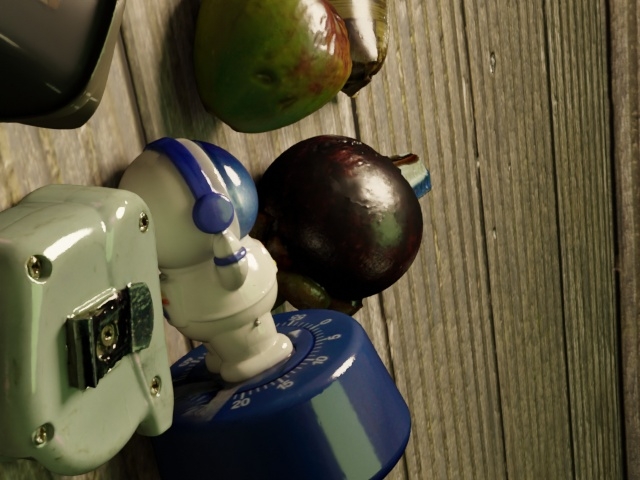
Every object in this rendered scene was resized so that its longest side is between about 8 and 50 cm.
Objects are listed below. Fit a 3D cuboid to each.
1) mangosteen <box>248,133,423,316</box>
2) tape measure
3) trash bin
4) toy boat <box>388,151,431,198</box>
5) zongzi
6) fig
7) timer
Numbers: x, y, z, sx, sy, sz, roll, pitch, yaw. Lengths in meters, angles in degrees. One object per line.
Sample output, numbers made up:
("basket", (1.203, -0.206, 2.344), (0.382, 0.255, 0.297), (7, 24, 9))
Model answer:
("mangosteen", (0.000, 0.000, 1.625), (0.250, 0.211, 0.211), (-51, 151, -3))
("tape measure", (-0.217, 0.086, 1.197), (0.246, 0.125, 0.243), (-41, 130, -60))
("trash bin", (-0.254, -0.208, 0.997), (0.290, 0.182, 0.210), (30, 68, -59))
("toy boat", (0.081, -0.046, 1.869), (0.262, 0.114, 0.115), (-23, 103, -59))
("zongzi", (0.027, -0.317, 1.713), (0.288, 0.134, 0.286), (15, 75, -80))
("fig", (-0.056, -0.205, 1.476), (0.191, 0.181, 0.181), (-55, 150, -9))
("timer", (-0.088, 0.074, 1.391), (0.270, 0.270, 0.384), (-49, 125, -54))
